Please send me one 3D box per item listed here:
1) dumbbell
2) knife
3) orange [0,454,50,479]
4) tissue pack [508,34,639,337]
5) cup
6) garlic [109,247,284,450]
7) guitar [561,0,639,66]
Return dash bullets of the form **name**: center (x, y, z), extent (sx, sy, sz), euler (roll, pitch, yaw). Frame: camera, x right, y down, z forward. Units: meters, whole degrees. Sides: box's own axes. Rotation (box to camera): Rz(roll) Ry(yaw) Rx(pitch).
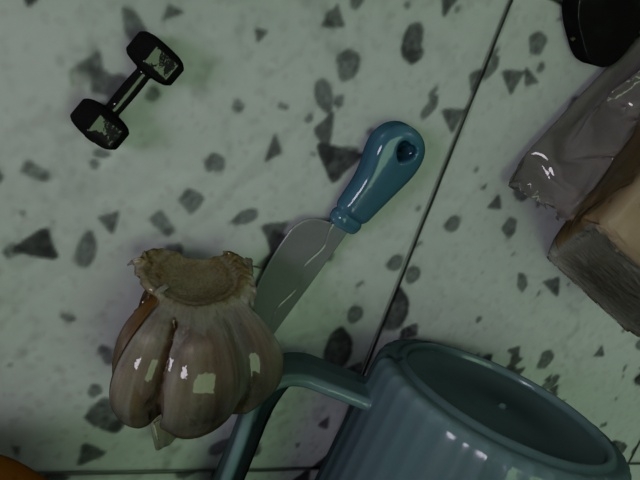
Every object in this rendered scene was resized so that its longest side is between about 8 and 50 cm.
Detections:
- **dumbbell**: center (-0.131, -0.101, 0.523), extent (0.036, 0.040, 0.083), euler (40, 92, -4)
- **knife**: center (-0.001, -0.001, 0.655), extent (0.244, 0.032, 0.058), euler (-50, 129, 6)
- **orange**: center (-0.269, 0.287, 0.478), extent (0.312, 0.312, 0.312), euler (-12, 119, -23)
- **tissue pack**: center (0.350, -0.087, 0.717), extent (0.305, 0.238, 0.238), euler (-46, 127, -2)
- **cup**: center (0.077, 0.263, 0.722), extent (0.256, 0.331, 0.311), euler (-2, 118, -66)
- **garlic**: center (-0.110, 0.109, 0.598), extent (0.131, 0.127, 0.194), euler (2, 132, -33)
- **guitar**: center (0.317, -0.249, 0.704), extent (0.233, 0.025, 0.088), euler (-36, 125, -9)
